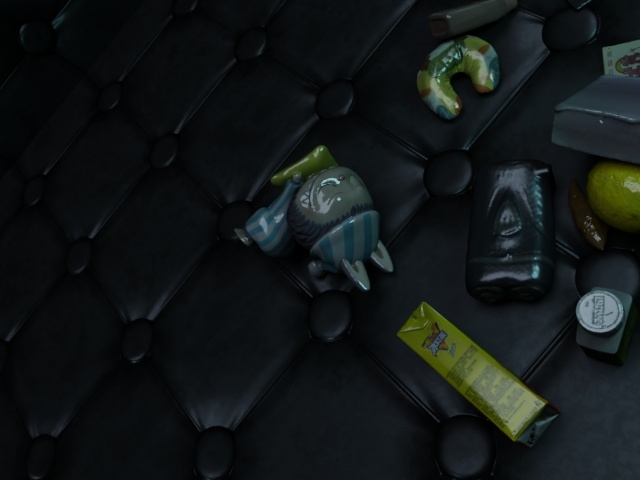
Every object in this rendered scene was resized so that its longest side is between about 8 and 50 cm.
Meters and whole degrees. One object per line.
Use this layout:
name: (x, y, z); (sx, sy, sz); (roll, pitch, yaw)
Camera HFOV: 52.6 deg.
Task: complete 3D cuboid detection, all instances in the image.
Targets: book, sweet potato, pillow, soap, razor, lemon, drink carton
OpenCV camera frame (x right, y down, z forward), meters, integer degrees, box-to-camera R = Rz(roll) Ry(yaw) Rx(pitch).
book: (0.808, -0.421, 1.558); (0.232, 0.022, 0.162); (-5, 66, 29)
sweet potato: (0.615, -0.059, 1.494); (0.068, 0.060, 0.206); (-6, 58, -12)
pillow: (0.383, -0.462, 1.804); (0.233, 0.086, 0.214); (-33, 66, 12)
soap: (0.694, -0.271, 1.406); (0.285, 0.107, 0.296); (22, 37, 36)
razor: (0.453, -0.023, 1.537); (0.204, 0.113, 0.349); (-2, 66, 29)
lemon: (0.679, -0.108, 1.403); (0.180, 0.180, 0.193); (-26, 42, 19)
drink carton: (0.343, 0.292, 1.435); (0.111, 0.154, 0.351); (-50, 53, 2)

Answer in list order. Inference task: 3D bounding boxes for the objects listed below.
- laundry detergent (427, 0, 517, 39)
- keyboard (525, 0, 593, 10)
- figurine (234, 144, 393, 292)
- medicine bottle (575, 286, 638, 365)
laundry detergent: (0.422, -0.638, 1.832); (0.237, 0.076, 0.171); (-23, 21, -14)
keyboard: (0.733, -0.691, 1.722); (0.381, 0.041, 0.103); (-29, 56, 10)
figurine: (0.000, 0.000, 1.715); (0.361, 0.266, 0.378); (-42, 53, 16)
medicine bottle: (0.583, 0.170, 1.324); (0.088, 0.188, 0.132); (15, 78, 35)
